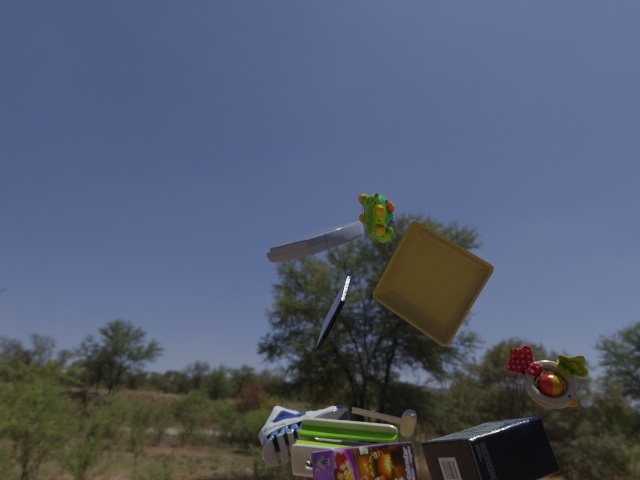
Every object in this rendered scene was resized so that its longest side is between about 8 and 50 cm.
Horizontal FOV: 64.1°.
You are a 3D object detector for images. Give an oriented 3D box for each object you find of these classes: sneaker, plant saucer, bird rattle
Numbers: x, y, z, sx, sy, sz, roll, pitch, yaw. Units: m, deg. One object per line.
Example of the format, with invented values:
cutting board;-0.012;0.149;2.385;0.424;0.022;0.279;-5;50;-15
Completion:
sneaker;-0.071;0.595;1.670;0.316;0.127;0.182;-12;17;-24
plant saucer;0.398;0.146;1.810;0.333;0.332;0.081;34;19;27
bird rattle;0.754;0.453;1.700;0.254;0.206;0.143;8;-43;3

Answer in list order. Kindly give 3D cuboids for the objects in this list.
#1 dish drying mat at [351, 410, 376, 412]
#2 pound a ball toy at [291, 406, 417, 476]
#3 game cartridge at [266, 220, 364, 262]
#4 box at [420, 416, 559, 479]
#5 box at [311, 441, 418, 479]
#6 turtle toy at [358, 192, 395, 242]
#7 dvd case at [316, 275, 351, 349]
dish drying mat;0.148;0.587;1.747;0.083;0.008;0.032;0;-17;-3
pound a ball toy;0.101;0.569;1.409;0.319;0.135;0.208;1;18;13
game cartridge;0.000;0.000;1.566;0.196;0.060;0.294;-18;1;39
box;0.545;0.708;1.669;0.294;0.182;0.296;-8;-19;-23
box;0.090;0.485;0.819;0.201;0.293;0.057;14;-30;-40
turtle toy;0.136;-0.051;1.176;0.066;0.095;0.130;-16;-58;-19
dvd case;0.051;0.280;1.973;0.022;0.180;0.253;24;-61;-1
